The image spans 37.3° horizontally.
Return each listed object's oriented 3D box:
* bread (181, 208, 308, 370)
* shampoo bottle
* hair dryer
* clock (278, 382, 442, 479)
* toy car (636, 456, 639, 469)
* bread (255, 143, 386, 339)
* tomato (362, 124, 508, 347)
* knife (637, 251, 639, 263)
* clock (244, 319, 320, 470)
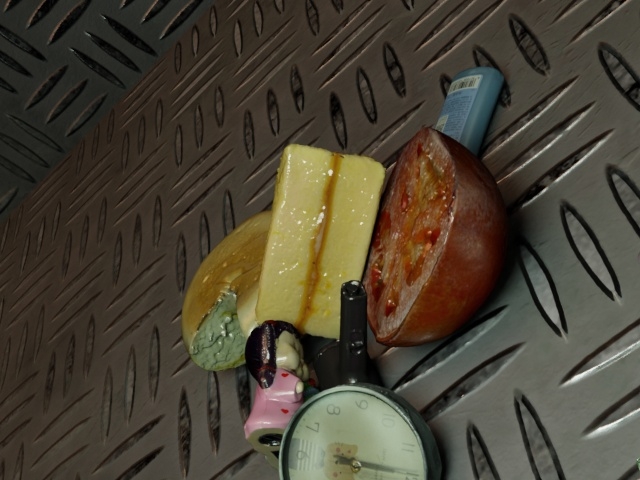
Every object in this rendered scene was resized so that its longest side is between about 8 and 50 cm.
[{"bbox_3d":[-0.100,0.089,1.682,0.333,0.160,0.333,-32,37,29],"label":"bread"},{"bbox_3d":[0.228,-0.171,1.589,0.104,0.061,0.258,-6,55,50],"label":"shampoo bottle"},{"bbox_3d":[0.046,0.167,1.360,0.089,0.251,0.197,-10,35,-9],"label":"hair dryer"},{"bbox_3d":[0.047,0.303,1.261,0.226,0.049,0.226,-2,85,28],"label":"clock"},{"bbox_3d":[0.375,0.270,0.961,0.093,0.058,0.186,-33,25,32],"label":"toy car"},{"bbox_3d":[-0.001,0.004,1.471,0.163,0.168,0.264,112,166,-69],"label":"bread"},{"bbox_3d":[0.177,0.006,1.378,0.338,0.144,0.338,-164,90,-78],"label":"tomato"},{"bbox_3d":[0.526,-0.014,1.055,0.399,0.038,0.132,6,67,55],"label":"knife"},{"bbox_3d":[-0.055,0.236,1.448,0.100,0.194,0.195,-11,55,12],"label":"clock"}]
